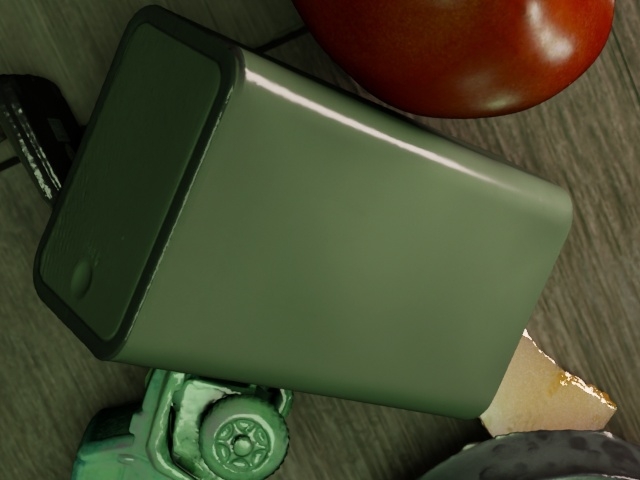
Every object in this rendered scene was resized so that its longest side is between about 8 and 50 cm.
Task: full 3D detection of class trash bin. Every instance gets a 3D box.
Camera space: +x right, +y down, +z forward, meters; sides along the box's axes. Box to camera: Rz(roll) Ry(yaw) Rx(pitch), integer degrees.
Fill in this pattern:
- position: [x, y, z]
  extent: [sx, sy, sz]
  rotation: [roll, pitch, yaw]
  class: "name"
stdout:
- position: [0.000, 0.000, 1.140]
  extent: [0.343, 0.158, 0.223]
  rotation: [18, 100, -35]
  class: "trash bin"

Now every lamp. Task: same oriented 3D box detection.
- position: [-0.295, 0.002, 1.143]
  extent: [0.283, 0.203, 0.124]
  rotation: [-44, 85, 7]
  class: "lamp"

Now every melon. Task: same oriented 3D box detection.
- position: [0.155, 0.118, 1.302]
  extent: [0.182, 0.054, 0.098]
  rotation: [41, 88, -15]
  class: "melon"

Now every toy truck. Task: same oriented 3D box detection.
- position: [-0.117, 0.205, 1.231]
  extent: [0.156, 0.155, 0.278]
  rotation: [13, 100, -2]
  class: "toy truck"

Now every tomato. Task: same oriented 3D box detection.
- position: [0.084, -0.231, 1.122]
  extent: [0.226, 0.298, 0.298]
  rotation: [-2, 107, 34]
  class: "tomato"

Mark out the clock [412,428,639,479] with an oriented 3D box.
- position: [0.183, 0.306, 1.304]
  extent: [0.325, 0.067, 0.325]
  rotation: [-4, 116, -8]
  class: "clock"
